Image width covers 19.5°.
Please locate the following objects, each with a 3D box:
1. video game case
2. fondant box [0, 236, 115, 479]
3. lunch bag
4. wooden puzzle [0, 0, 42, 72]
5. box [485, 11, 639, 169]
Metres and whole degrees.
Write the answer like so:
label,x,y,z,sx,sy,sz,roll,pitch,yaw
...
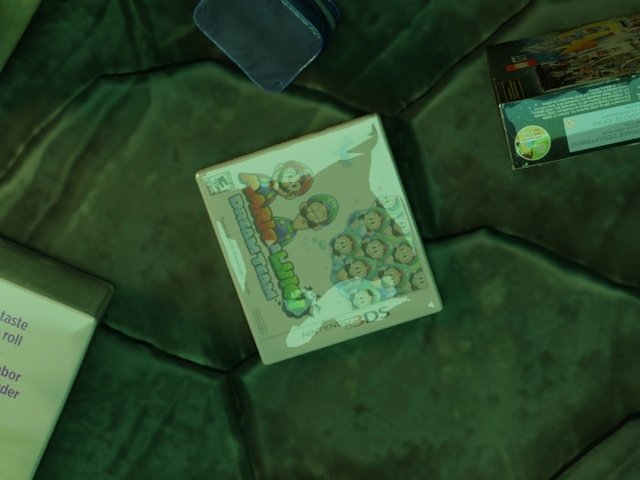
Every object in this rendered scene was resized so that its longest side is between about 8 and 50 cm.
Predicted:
label,x,y,z,sx,sy,sz,roll,pitch,yaw
video game case,0.000,0.000,1.379,0.143,0.019,0.157,-18,103,7
fondant box,-0.327,0.141,1.394,0.238,0.096,0.330,23,104,-3
lunch bag,-0.039,-0.162,1.316,0.067,0.065,0.098,-39,101,27
wooden puzzle,-0.321,-0.206,1.199,0.322,0.080,0.348,17,130,-25
box,0.194,-0.108,1.230,0.159,0.233,0.044,-13,104,6
